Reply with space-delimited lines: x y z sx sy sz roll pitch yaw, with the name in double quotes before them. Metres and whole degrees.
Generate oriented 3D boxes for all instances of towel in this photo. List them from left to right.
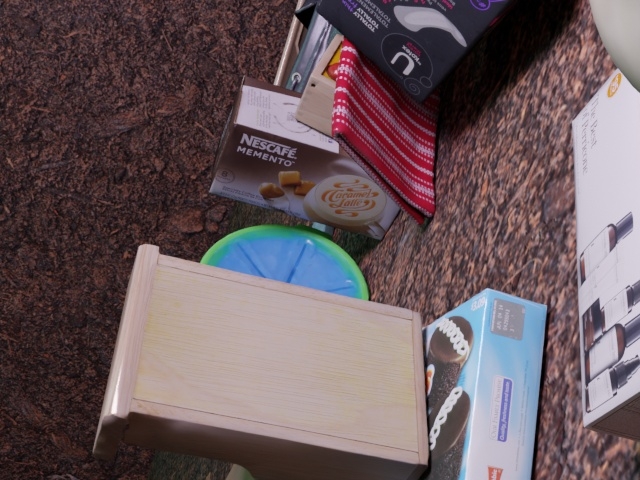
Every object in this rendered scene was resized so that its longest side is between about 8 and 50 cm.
"towel" 0.088 -0.180 1.122 0.031 0.199 0.274 -15 51 33

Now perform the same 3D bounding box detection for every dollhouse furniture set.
"dollhouse furniture set" -0.093 0.218 0.905 0.394 0.257 0.362 116 163 -45

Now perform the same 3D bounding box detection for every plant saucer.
"plant saucer" 0.000 0.000 1.637 0.119 0.021 0.119 -164 90 -79

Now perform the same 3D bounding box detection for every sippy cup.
"sippy cup" -0.067 0.135 1.324 0.240 0.306 0.224 49 146 29

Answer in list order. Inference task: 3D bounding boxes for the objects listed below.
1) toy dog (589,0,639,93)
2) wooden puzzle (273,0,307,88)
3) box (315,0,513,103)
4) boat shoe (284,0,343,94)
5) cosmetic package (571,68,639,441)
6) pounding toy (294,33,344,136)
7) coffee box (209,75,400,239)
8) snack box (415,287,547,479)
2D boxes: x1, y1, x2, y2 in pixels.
"toy dog" 0.220 -0.240 0.457 0.407 0.285 0.395 -92 -16 -52
"wooden puzzle" 0.004 -0.302 1.619 0.044 0.221 0.238 7 80 36
"box" 0.132 -0.288 0.957 0.143 0.165 0.270 -48 0 -26
"boat shoe" 0.043 -0.359 1.476 0.187 0.156 0.500 20 -96 -67
"cosmetic package" 0.205 -0.005 0.588 0.099 0.061 0.239 123 159 -53
"pounding toy" 0.043 -0.207 1.200 0.100 0.130 0.141 -63 1 44
"coffee box" -0.008 -0.106 1.256 0.141 0.247 0.098 119 162 -46
"snack box" 0.095 0.178 0.859 0.322 0.060 0.187 131 153 -65
